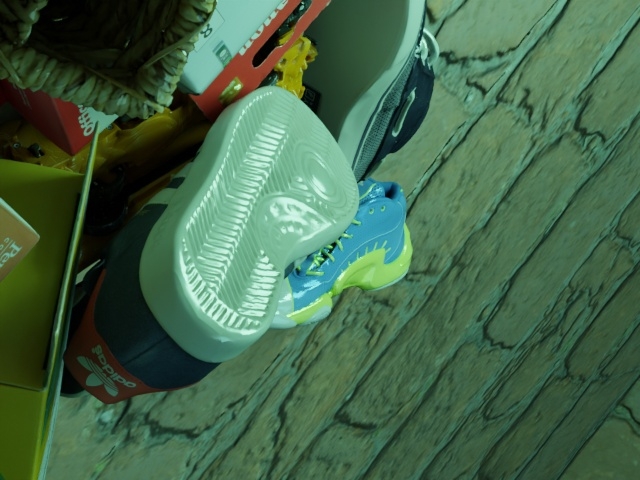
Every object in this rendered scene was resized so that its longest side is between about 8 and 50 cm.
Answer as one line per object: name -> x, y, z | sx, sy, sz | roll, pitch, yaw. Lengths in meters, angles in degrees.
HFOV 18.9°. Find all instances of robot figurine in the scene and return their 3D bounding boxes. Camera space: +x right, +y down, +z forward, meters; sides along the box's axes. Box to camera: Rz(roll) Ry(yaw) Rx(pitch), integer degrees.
robot figurine -> -0.120, -0.093, 1.476 | 0.291, 0.085, 0.211 | -36, 153, -29

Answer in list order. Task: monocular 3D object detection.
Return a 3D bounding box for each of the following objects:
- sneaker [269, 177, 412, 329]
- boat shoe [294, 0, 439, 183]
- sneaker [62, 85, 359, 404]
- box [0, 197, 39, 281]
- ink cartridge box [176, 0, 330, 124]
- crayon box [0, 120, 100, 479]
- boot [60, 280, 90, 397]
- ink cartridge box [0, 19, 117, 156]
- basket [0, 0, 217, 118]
sneaker -> 0.000, 0.000, 1.866 | 0.240, 0.091, 0.126 | -23, 126, -47
boat shoe -> 0.041, -0.169, 1.635 | 0.158, 0.127, 0.340 | -40, 164, -39
sneaker -> -0.084, 0.002, 1.379 | 0.148, 0.131, 0.350 | -35, -173, 28
box -> -0.341, -0.026, 1.066 | 0.215, 0.168, 0.345 | -49, 157, -4
ink cartridge box -> -0.035, -0.172, 1.351 | 0.181, 0.056, 0.224 | -50, 154, -5
crayon box -> -0.223, 0.091, 1.339 | 0.203, 0.083, 0.323 | -86, -172, -45
boot -> -0.131, 0.044, 1.551 | 0.176, 0.088, 0.244 | -29, 180, -36
ink cartridge box -> -0.158, -0.154, 1.321 | 0.231, 0.078, 0.134 | -44, 155, -16
basket -> -0.158, -0.242, 0.948 | 0.213, 0.223, 0.299 | 6, 118, -42
